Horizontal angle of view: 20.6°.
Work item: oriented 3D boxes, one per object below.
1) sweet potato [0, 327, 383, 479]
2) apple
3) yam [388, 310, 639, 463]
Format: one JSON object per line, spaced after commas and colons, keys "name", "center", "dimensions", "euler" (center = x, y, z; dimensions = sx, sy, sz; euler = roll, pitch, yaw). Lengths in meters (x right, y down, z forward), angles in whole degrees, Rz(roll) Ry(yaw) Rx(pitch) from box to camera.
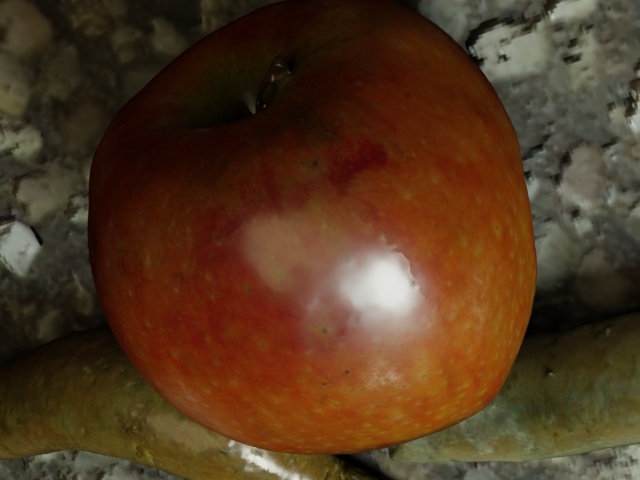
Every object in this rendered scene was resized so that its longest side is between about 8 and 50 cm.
{"name": "sweet potato", "center": [-0.093, 0.107, 1.044], "dimensions": [0.346, 0.079, 0.108], "euler": [12, 142, 20]}
{"name": "apple", "center": [0.000, 0.000, 0.879], "dimensions": [0.230, 0.230, 0.230], "euler": [9, 113, 23]}
{"name": "yam", "center": [0.171, 0.071, 0.901], "dimensions": [0.317, 0.067, 0.071], "euler": [-10, 79, 28]}
